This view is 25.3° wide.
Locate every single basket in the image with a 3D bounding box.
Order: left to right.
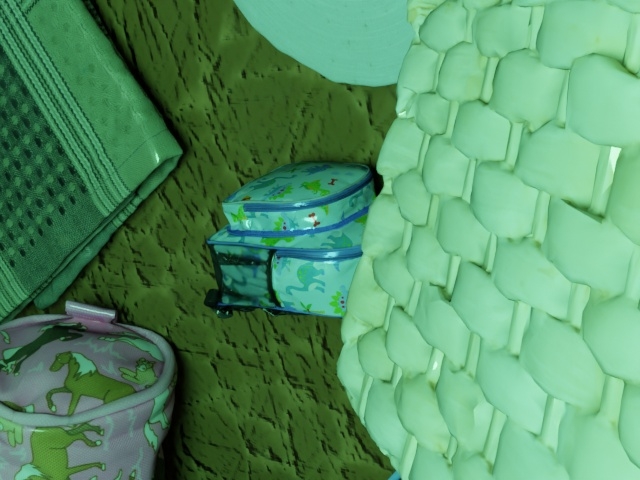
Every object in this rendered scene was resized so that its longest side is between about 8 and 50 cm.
[{"bbox_3d":[0.183,-0.036,0.426,0.331,0.266,0.328,-127,46,-72],"label":"basket"}]

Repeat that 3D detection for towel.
[{"bbox_3d":[-0.255,-0.118,1.087,0.312,0.056,0.324,-38,80,42],"label":"towel"}]

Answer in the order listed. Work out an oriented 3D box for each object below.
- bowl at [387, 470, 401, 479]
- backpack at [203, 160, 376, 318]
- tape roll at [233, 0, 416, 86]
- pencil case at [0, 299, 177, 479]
[{"bbox_3d":[0.187,0.272,0.832,0.391,0.077,0.391,19,121,35],"label":"bowl"},{"bbox_3d":[0.000,0.000,0.858,0.114,0.105,0.084,9,116,34],"label":"backpack"},{"bbox_3d":[0.032,-0.196,0.762,0.219,0.072,0.219,18,120,36],"label":"tape roll"},{"bbox_3d":[-0.184,0.244,1.097,0.167,0.160,0.386,38,133,49],"label":"pencil case"}]
